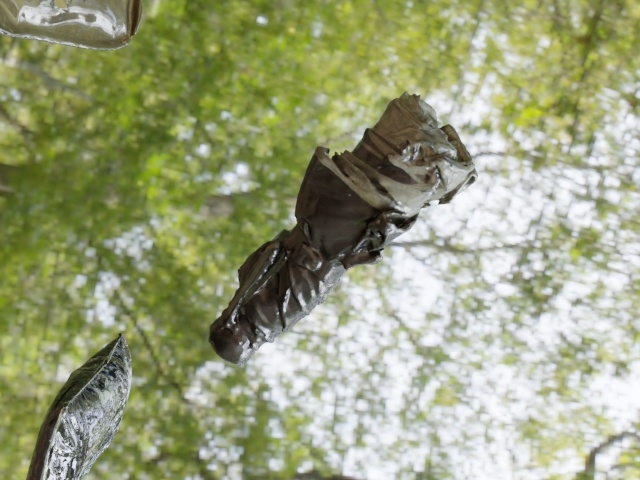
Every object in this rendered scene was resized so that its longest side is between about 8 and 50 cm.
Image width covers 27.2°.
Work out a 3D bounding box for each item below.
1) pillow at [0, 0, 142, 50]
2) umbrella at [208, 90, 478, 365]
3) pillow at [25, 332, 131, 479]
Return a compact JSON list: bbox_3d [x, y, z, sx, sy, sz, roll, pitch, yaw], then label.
[{"bbox_3d":[-0.176,-0.240,0.891,0.033,0.130,0.218,-2,-96,55],"label":"pillow"},{"bbox_3d":[0.001,0.004,1.303,0.357,0.106,0.113,-45,-111,28],"label":"umbrella"},{"bbox_3d":[-0.234,0.180,1.293,0.208,0.055,0.141,-59,168,-71],"label":"pillow"}]
